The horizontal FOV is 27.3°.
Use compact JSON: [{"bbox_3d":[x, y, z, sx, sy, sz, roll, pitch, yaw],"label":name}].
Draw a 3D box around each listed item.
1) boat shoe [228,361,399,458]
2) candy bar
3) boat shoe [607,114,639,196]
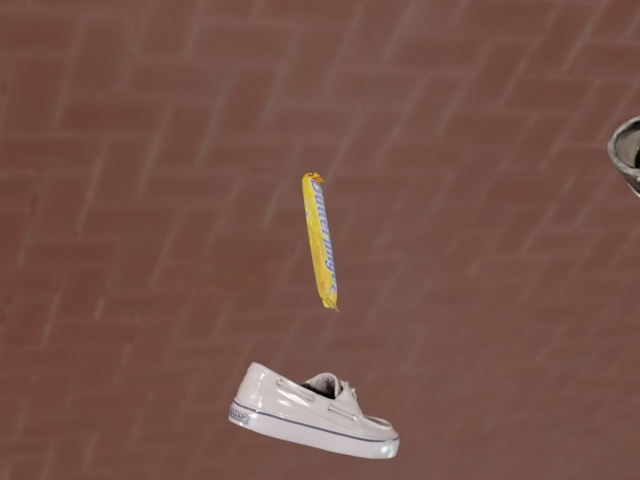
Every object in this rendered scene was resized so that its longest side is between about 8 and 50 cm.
[{"bbox_3d":[0.004,0.206,1.627,0.268,0.096,0.088,19,89,-36],"label":"boat shoe"},{"bbox_3d":[0.000,0.000,1.483,0.018,0.161,0.040,-12,168,21],"label":"candy bar"},{"bbox_3d":[0.267,-0.048,0.718,0.219,0.077,0.070,-4,165,31],"label":"boat shoe"}]
